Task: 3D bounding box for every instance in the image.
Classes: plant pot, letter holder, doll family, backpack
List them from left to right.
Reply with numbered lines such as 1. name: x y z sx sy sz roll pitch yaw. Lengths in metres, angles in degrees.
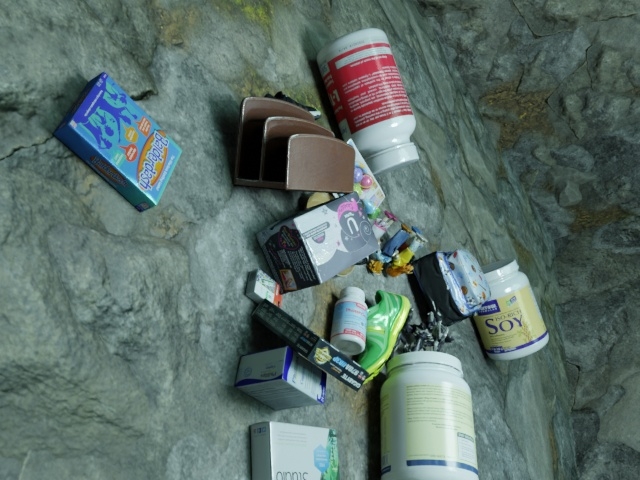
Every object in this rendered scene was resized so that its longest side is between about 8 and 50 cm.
1. letter holder: -0.048 -0.226 1.514 0.301 0.151 0.215 -3 99 -58
2. plant pot: 0.021 -0.015 1.688 0.236 0.032 0.237 34 46 -44
3. doll family: 0.215 0.031 1.857 0.263 0.163 0.118 24 22 -50
4. backpack: 0.435 0.146 2.096 0.263 0.213 0.277 6 65 -68

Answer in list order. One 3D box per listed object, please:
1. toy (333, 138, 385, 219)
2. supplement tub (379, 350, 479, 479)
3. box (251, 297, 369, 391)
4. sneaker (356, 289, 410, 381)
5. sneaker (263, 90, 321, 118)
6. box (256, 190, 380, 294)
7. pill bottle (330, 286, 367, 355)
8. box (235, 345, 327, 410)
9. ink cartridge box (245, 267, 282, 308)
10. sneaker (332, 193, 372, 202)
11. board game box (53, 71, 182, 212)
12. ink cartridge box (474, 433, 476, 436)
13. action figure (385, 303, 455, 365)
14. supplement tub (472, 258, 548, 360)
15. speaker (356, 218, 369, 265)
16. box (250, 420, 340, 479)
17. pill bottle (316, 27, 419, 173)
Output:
1. toy: 0.108 -0.146 1.745 0.137 0.056 0.237 -51 134 -17
2. supplement tub: 0.268 0.469 1.603 0.235 0.235 0.325 38 44 -42
3. box: -0.022 0.216 1.325 0.051 0.220 0.175 -54 130 -7
4. sneaker: 0.137 0.252 1.671 0.123 0.109 0.296 26 50 6
5. sneaker: -0.078 -0.351 1.672 0.234 0.084 0.097 -18 87 -59
6. box: 0.000 0.000 1.497 0.247 0.142 0.164 -27 96 -48
7. pill bottle: 0.074 0.200 1.594 0.087 0.087 0.160 44 39 -36
8. box: -0.077 0.279 1.273 0.137 0.126 0.072 42 43 -39
9. ink cartridge box: -0.115 0.118 1.400 0.115 0.029 0.063 42 40 -37
10. sneaker: 0.113 -0.136 1.850 0.237 0.086 0.085 24 52 -52
11. board game box: -0.362 -0.179 1.163 0.210 0.047 0.160 47 38 -34
12. ink cartridge box: 0.391 0.557 1.904 0.175 0.072 0.127 64 31 -9
13. action figure: 0.289 0.267 1.828 0.275 0.164 0.141 -29 131 -51
14. supplement tub: 0.691 0.258 2.385 0.241 0.241 0.332 -24 93 -59
15. speaker: 0.105 -0.003 1.729 0.055 0.055 0.136 40 41 -40
16. box: -0.039 0.532 1.256 0.232 0.058 0.322 26 53 -49
17. pill bottle: 0.154 -0.410 1.931 0.229 0.228 0.408 -15 86 -59
